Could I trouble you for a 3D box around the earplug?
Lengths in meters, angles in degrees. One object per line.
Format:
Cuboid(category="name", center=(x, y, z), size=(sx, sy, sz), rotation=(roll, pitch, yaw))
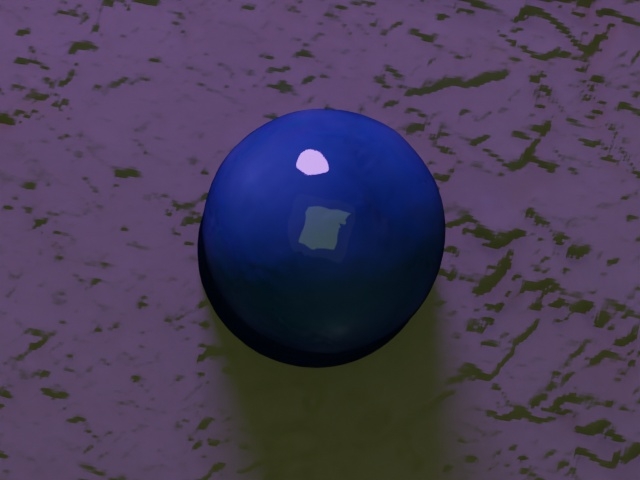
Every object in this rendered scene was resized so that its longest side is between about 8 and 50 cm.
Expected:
Cuboid(category="earplug", center=(0.000, 0.000, 0.789), size=(0.132, 0.273, 0.132), rotation=(0, 88, -1))
